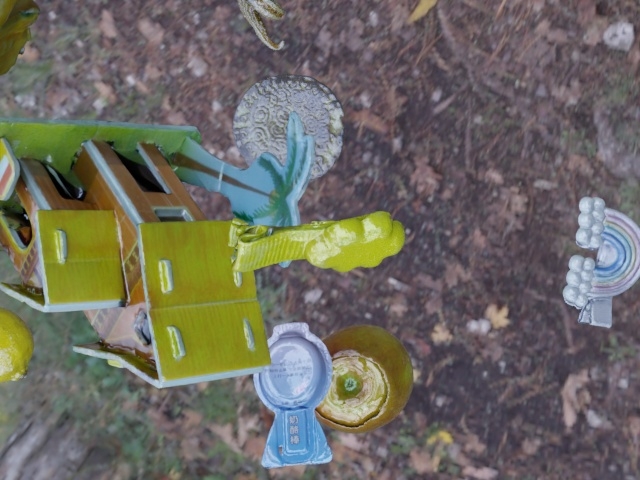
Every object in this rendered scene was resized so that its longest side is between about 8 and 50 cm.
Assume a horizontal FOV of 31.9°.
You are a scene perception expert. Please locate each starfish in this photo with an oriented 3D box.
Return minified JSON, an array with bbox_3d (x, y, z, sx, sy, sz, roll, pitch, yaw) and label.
[{"bbox_3d":[-0.095,-0.390,1.729,0.074,0.146,0.190,-12,115,-21],"label":"starfish"}]

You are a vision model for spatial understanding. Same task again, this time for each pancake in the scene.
[{"bbox_3d":[-0.051,-0.189,1.881,0.199,0.021,0.199,-1,80,5],"label":"pancake"}]

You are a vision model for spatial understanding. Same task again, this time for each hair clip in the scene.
[{"bbox_3d":[0.000,0.000,1.080,0.173,0.046,0.072,0,141,-15],"label":"hair clip"},{"bbox_3d":[0.481,0.040,1.895,0.140,0.054,0.220,8,98,-13],"label":"hair clip"}]

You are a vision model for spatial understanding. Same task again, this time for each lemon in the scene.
[{"bbox_3d":[-0.499,0.163,1.733,0.133,0.109,0.109,49,125,1],"label":"lemon"}]

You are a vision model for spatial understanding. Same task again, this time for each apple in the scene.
[{"bbox_3d":[0.072,0.276,2.252,0.237,0.207,0.237,-1,84,6],"label":"apple"}]

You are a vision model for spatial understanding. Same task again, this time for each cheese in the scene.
[{"bbox_3d":[-0.044,0.253,1.863,0.135,0.245,0.052,-7,157,8],"label":"cheese"}]

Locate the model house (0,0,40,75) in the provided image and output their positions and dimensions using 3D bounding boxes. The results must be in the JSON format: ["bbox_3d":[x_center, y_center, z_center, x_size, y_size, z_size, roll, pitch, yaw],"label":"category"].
[{"bbox_3d":[-0.330,-0.193,0.859,0.239,0.268,0.173,-6,86,29],"label":"model house"}]

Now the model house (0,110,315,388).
[{"bbox_3d":[-0.189,-0.006,1.230,0.324,0.300,0.340,53,126,29],"label":"model house"}]
